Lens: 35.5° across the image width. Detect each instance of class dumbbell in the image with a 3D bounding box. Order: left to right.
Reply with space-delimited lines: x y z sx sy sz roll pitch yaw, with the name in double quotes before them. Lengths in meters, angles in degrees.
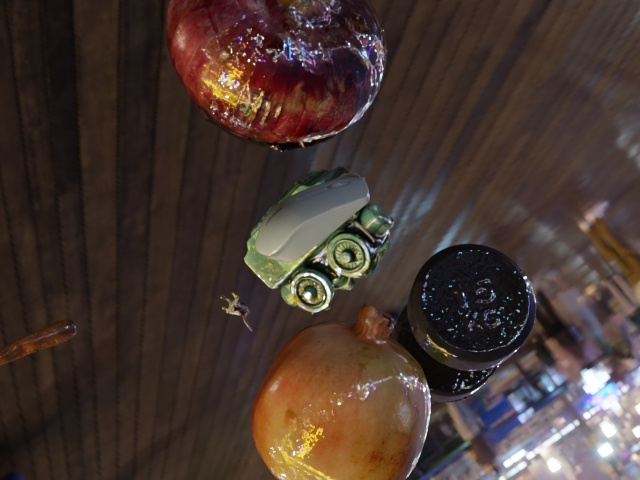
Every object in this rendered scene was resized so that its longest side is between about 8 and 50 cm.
"dumbbell" 0.236 0.149 1.723 0.204 0.203 0.322 -31 164 -14

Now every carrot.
"carrot" -0.466 0.166 1.588 0.165 0.035 0.035 -23 160 -20

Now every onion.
"onion" -0.048 -0.210 1.084 0.246 0.246 0.190 -25 170 -31

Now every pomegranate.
"pomegranate" 0.036 0.212 1.334 0.252 0.229 0.270 4 104 -66

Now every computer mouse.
"computer mouse" -0.019 -0.050 1.769 0.231 0.128 0.079 -39 120 -4

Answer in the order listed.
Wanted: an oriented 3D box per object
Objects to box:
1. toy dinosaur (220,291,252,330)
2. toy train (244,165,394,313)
"toy dinosaur" -0.183 0.146 2.163 0.037 0.058 0.180 -60 160 -12
"toy train" 0.000 0.000 2.019 0.299 0.238 0.167 -44 180 28
